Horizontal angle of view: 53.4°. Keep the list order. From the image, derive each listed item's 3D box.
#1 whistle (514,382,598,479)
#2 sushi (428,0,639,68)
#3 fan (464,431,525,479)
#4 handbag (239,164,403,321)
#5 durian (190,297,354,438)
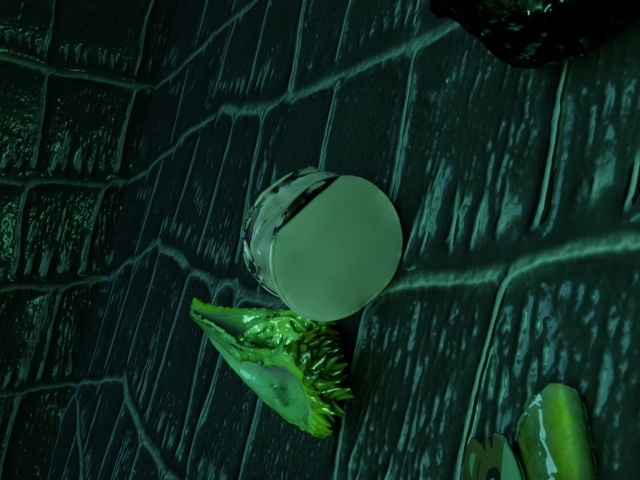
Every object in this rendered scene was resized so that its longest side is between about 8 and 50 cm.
[{"bbox_3d":[0.199,0.275,0.489,0.068,0.057,0.326,112,160,-57],"label":"whistle"},{"bbox_3d":[0.169,-0.356,0.596,0.328,0.286,0.328,158,122,-66],"label":"sushi"},{"bbox_3d":[0.163,0.226,0.528,0.226,0.008,0.152,107,165,-62],"label":"fan"},{"bbox_3d":[-0.001,0.000,0.838,0.205,0.179,0.116,-42,19,-20],"label":"handbag"},{"bbox_3d":[-0.068,0.167,0.877,0.356,0.170,0.157,4,77,61],"label":"durian"}]
